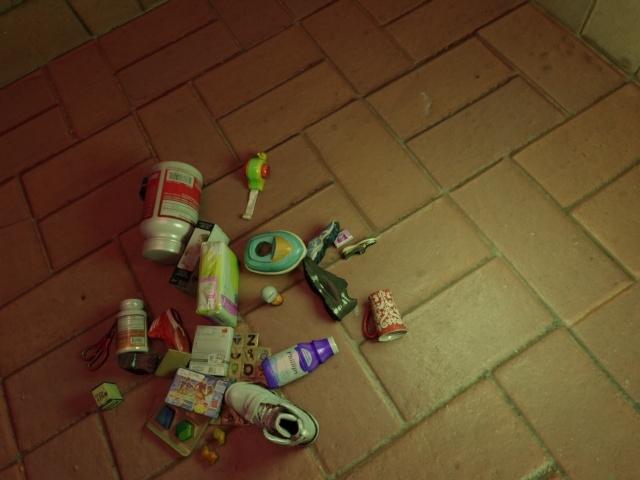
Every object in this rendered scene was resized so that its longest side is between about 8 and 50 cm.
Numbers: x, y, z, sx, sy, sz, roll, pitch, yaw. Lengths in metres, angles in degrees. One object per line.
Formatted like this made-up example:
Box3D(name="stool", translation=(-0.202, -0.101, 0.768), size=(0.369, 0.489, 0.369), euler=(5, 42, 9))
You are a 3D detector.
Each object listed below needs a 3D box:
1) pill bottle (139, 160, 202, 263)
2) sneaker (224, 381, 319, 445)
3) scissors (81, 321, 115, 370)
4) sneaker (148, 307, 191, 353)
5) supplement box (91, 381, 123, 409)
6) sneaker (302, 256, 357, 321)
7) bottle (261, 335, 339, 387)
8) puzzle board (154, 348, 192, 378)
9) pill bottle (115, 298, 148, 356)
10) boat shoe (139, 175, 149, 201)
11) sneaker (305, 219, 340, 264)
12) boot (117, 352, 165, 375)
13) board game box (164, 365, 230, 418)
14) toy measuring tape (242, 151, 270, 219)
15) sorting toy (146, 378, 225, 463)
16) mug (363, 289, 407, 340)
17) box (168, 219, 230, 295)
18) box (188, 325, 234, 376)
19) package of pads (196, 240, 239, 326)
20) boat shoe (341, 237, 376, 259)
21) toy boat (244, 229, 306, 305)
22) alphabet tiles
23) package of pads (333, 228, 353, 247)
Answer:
Box3D(name="pill bottle", translation=(-0.642, -0.116, 1.903), size=(0.229, 0.229, 0.406), euler=(-2, 66, 7))
Box3D(name="sneaker", translation=(-0.180, 0.588, 1.526), size=(0.366, 0.210, 0.137), euler=(23, 72, 13))
Box3D(name="scissors", translation=(-0.862, 0.396, 1.829), size=(0.109, 0.021, 0.297), euler=(33, 74, 23))
Box3D(name="sneaker", translation=(-0.604, 0.389, 1.768), size=(0.128, 0.087, 0.221), euler=(-33, 54, 3))
Box3D(name="supplement box", translation=(-0.815, 0.594, 1.697), size=(0.056, 0.083, 0.083), euler=(-36, 67, -6))
Box3D(name="sneaker", translation=(0.034, 0.175, 1.751), size=(0.130, 0.109, 0.286), euler=(-32, 78, -15))
Box3D(name="bottle", translation=(-0.073, 0.443, 1.645), size=(0.283, 0.092, 0.118), euler=(-23, 76, -4))
Box3D(name="puzzle board", translation=(-0.561, 0.472, 1.690), size=(0.128, 0.097, 0.011), euler=(-58, 33, 13))
Box3D(name="pill bottle", translation=(-0.755, 0.350, 1.774), size=(0.121, 0.121, 0.215), euler=(-14, 64, 2))
Box3D(name="boat shoe", translation=(-0.806, -0.241, 2.061), size=(0.065, 0.083, 0.183), euler=(-23, 65, -2))
Box3D(name="sneaker", translation=(0.000, 0.000, 1.820), size=(0.081, 0.080, 0.211), euler=(38, 93, 29))
Box3D(name="boot", translation=(-0.676, 0.486, 1.738), size=(0.220, 0.106, 0.082), euler=(14, 62, -16))
Box3D(name="board game box", translation=(-0.452, 0.556, 1.631), size=(0.202, 0.035, 0.136), euler=(15, 68, 9))
Box3D(name="toy measuring tape", translation=(-0.300, -0.260, 1.978), size=(0.122, 0.121, 0.329), euler=(8, 68, 12))
Box3D(name="sorting toy", translation=(-0.472, 0.661, 1.629), size=(0.308, 0.041, 0.228), euler=(27, 78, 20))
Box3D(name="mug", translation=(0.228, 0.283, 1.665), size=(0.151, 0.113, 0.169), euler=(-15, 62, 0))
Box3D(name="box", translation=(-0.493, 0.080, 1.831), size=(0.087, 0.169, 0.289), euler=(15, 71, 17))
Box3D(name="box", translation=(-0.424, 0.428, 1.725), size=(0.145, 0.038, 0.186), euler=(1, 67, 8))
Box3D(name="package of pads", translation=(-0.398, 0.171, 1.741), size=(0.101, 0.229, 0.296), euler=(-5, 65, 6))
Box3D(name="boat shoe", translation=(0.162, 0.035, 1.816), size=(0.152, 0.056, 0.049), euler=(-23, 70, 9))
Box3D(name="toy boat", translation=(-0.188, 0.102, 1.776), size=(0.268, 0.148, 0.317), euler=(-7, 68, 13))
Box3D(name="alphabet tiles", translation=(-0.335, 0.523, 1.697), size=(0.286, 0.011, 0.342), euler=(-1, 66, 8))
Box3D(name="package of pads", translation=(0.090, -0.008, 1.854), size=(0.083, 0.032, 0.050), euler=(-32, 63, -6))
